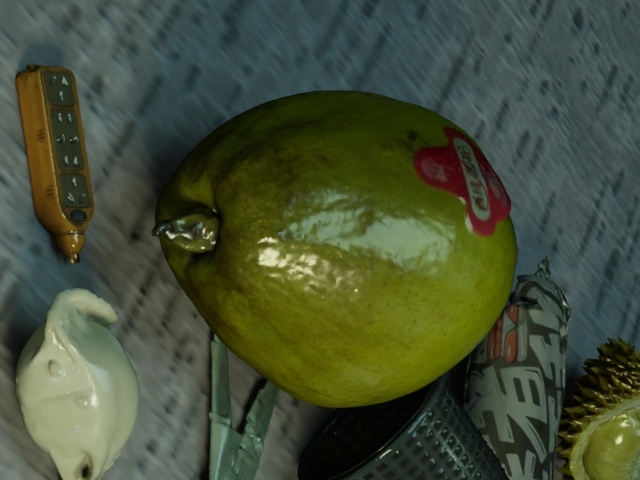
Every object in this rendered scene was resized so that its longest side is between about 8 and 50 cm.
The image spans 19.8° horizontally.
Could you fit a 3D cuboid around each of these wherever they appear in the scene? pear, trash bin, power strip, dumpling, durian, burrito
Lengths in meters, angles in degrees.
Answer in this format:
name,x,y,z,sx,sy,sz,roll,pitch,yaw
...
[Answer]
name,x,y,z,sx,sy,sz,roll,pitch,yaw
pear,0.000,0.000,1.626,0.375,0.287,0.287,5,74,-44
trash bin,0.095,0.221,1.724,0.161,0.175,0.175,47,45,-13
power strip,-0.224,-0.067,1.569,0.049,0.028,0.178,-1,80,-52
dumpling,-0.188,0.112,1.502,0.169,0.100,0.134,66,25,-15
durian,0.368,0.231,2.090,0.172,0.166,0.306,-53,128,-42
burrito,0.203,0.197,1.948,0.139,0.101,0.445,45,46,-45

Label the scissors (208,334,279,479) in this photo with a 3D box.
name,x,y,z,sx,sy,sz,roll,pitch,yaw
scissors,-0.091,0.254,1.627,0.256,0.029,0.383,32,54,-40
